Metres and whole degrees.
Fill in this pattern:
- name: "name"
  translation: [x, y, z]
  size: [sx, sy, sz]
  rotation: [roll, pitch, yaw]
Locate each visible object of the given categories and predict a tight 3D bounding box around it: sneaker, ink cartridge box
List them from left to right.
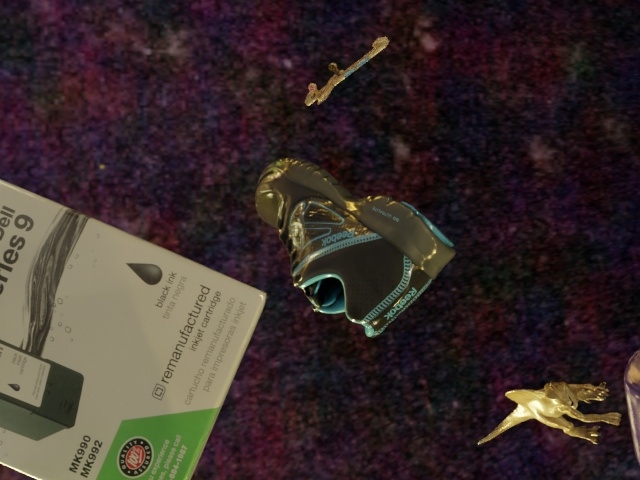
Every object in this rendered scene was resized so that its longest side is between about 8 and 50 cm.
- name: "ink cartridge box"
  translation: [-0.216, 0.085, 0.853]
  size: [0.289, 0.121, 0.211]
  rotation: [23, 85, -1]
- name: "sneaker"
  translation: [0.000, 0.000, 1.170]
  size: [0.140, 0.125, 0.341]
  rotation: [-54, 32, -8]

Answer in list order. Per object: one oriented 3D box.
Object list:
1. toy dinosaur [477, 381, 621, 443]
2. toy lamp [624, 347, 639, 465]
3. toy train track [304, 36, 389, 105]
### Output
- name: "toy dinosaur"
  translation: [0.206, 0.147, 0.903]
  size: [0.183, 0.092, 0.053]
  rotation: [116, 164, -66]
- name: "toy lamp"
  translation: [0.251, 0.166, 0.594]
  size: [0.080, 0.080, 0.275]
  rotation: [-9, 126, 43]
- name: "toy train track"
  translation: [0.016, -0.129, 0.761]
  size: [0.083, 0.048, 0.014]
  rotation: [-32, 109, 34]
